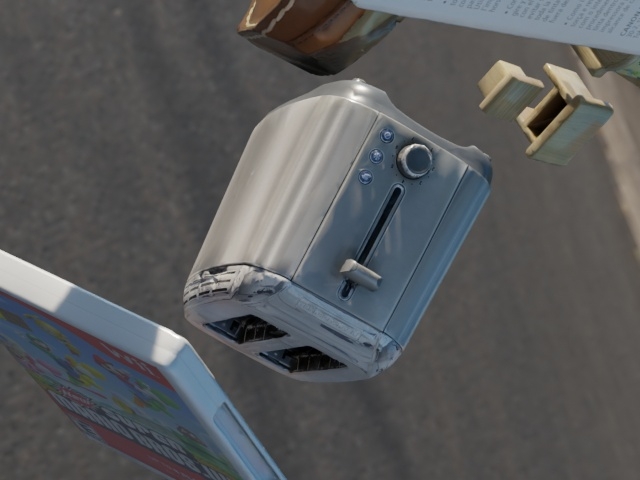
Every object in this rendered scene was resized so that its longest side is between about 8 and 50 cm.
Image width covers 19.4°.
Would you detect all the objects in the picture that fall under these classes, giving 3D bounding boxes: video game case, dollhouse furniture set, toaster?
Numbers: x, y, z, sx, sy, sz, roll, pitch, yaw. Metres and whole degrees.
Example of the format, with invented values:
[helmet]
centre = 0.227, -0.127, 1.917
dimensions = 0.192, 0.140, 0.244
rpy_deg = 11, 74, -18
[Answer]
[video game case]
centre = -0.125, 0.100, 1.218
dimensions = 0.025, 0.204, 0.285
rpy_deg = -57, 150, -18
[dollhouse furniture set]
centre = 0.147, -0.109, 1.163
dimensions = 0.182, 0.161, 0.101
rpy_deg = 10, 41, -43
[toaster]
centre = 0.000, 0.000, 1.148
dimensions = 0.129, 0.146, 0.227
rpy_deg = 31, -15, -16

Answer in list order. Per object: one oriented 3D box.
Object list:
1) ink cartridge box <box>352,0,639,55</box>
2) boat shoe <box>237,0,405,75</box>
[ink cartridge box]
centre = 0.070, -0.151, 0.591
dimensions = 0.224, 0.181, 0.056
rpy_deg = 6, 42, -33
[boat shoe]
centre = 0.043, -0.230, 0.810
dimensions = 0.120, 0.324, 0.122
rpy_deg = 30, -6, -17
